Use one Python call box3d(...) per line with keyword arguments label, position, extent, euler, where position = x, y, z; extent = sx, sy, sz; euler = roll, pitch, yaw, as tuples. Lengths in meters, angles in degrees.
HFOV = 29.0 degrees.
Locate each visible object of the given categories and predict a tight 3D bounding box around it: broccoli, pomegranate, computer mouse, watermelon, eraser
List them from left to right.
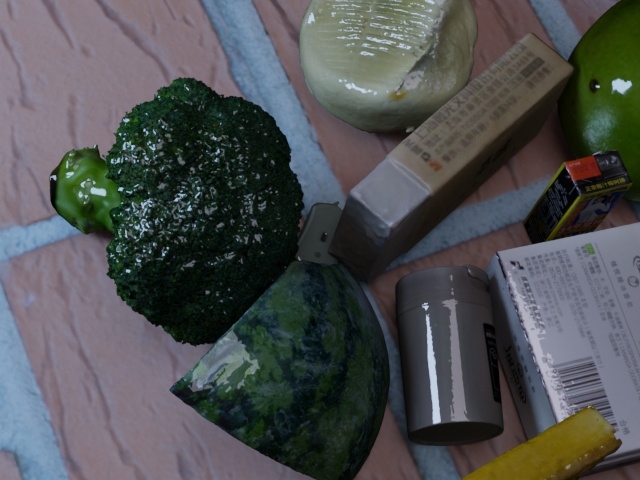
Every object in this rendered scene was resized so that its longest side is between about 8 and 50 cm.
box3d(label="broccoli", position=(-0.151, -0.031, 1.357), extent=(0.297, 0.297, 0.298), euler=(9, 57, 39))
box3d(label="watermelon", position=(-0.018, 0.131, 1.337), extent=(0.260, 0.256, 0.176), euler=(-48, 36, -16))
box3d(label="computer mouse", position=(0.000, 0.000, 1.460), extent=(0.055, 0.032, 0.110), euler=(27, 57, -8))
box3d(label="eraser", position=(0.155, -0.099, 1.451), extent=(0.078, 0.144, 0.343), euler=(42, 62, 13))
box3d(label="pomegranate", position=(0.463, -0.169, 1.488), extent=(0.309, 0.216, 0.359), euler=(-23, 61, -12))

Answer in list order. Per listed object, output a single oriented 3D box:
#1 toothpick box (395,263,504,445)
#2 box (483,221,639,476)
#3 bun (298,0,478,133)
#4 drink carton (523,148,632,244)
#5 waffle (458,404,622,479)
box3d(label="toothpick box", position=(0.142, 0.128, 1.380), extent=(0.111, 0.111, 0.181), euler=(1, 67, -8))
box3d(label="box", position=(0.313, 0.127, 1.406), extent=(0.194, 0.111, 0.261), euler=(-10, 66, -13))
box3d(label="bun", position=(0.091, -0.236, 1.528), extent=(0.229, 0.145, 0.230), euler=(-8, 69, 22))
box3d(label="drink carton", position=(0.298, -0.045, 1.450), extent=(0.071, 0.166, 0.056), euler=(-16, 69, -16))
box3d(label="waffle", position=(0.165, 0.265, 1.245), extent=(0.221, 0.248, 0.055), euler=(-24, 72, -19))
